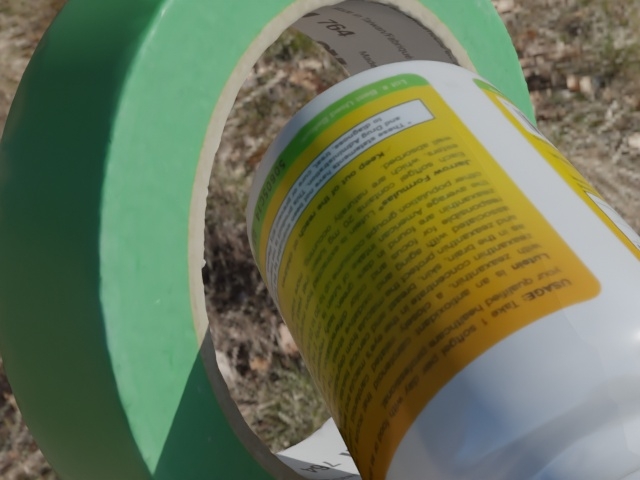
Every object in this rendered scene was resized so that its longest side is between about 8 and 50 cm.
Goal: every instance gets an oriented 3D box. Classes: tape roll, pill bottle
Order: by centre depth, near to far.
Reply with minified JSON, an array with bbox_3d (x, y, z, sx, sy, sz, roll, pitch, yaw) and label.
[{"bbox_3d":[0.070,0.047,0.398,0.136,0.136,0.246,-21,43,-8],"label":"pill bottle"},{"bbox_3d":[0.000,0.000,0.515,0.077,0.321,0.321,2,36,42],"label":"tape roll"}]
